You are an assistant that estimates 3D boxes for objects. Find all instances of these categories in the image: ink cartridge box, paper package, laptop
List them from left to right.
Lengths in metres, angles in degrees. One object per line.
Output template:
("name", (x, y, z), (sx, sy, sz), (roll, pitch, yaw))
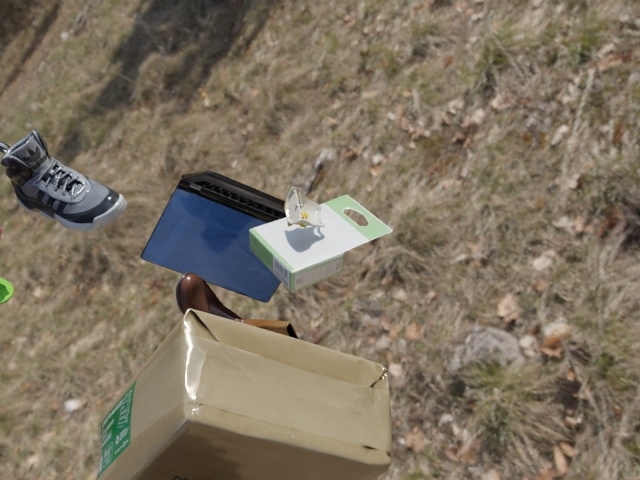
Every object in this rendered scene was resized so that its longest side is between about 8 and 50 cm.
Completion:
("paper package", (-0.117, 0.273, 1.078), (0.325, 0.309, 0.168), (-48, 33, 38))
("laptop", (-0.196, 0.010, 1.954), (0.408, 0.382, 0.236), (5, 75, 67))
("ink cartridge box", (0.000, 0.000, 1.553), (0.171, 0.235, 0.056), (42, 142, 44))

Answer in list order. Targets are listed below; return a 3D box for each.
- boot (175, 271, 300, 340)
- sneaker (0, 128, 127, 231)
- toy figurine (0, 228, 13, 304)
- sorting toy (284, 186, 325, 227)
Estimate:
("boot", (-0.188, 0.193, 1.835), (0.280, 0.264, 0.096), (6, 37, 37))
("sneaker", (-0.476, -0.109, 1.405), (0.101, 0.268, 0.153), (-56, -36, -31))
("toy figurine", (-0.588, 0.019, 1.281), (0.130, 0.173, 0.159), (27, 117, 36))
("sorting toy", (-0.026, -0.052, 1.513), (0.045, 0.075, 0.083), (-49, 40, 41))
